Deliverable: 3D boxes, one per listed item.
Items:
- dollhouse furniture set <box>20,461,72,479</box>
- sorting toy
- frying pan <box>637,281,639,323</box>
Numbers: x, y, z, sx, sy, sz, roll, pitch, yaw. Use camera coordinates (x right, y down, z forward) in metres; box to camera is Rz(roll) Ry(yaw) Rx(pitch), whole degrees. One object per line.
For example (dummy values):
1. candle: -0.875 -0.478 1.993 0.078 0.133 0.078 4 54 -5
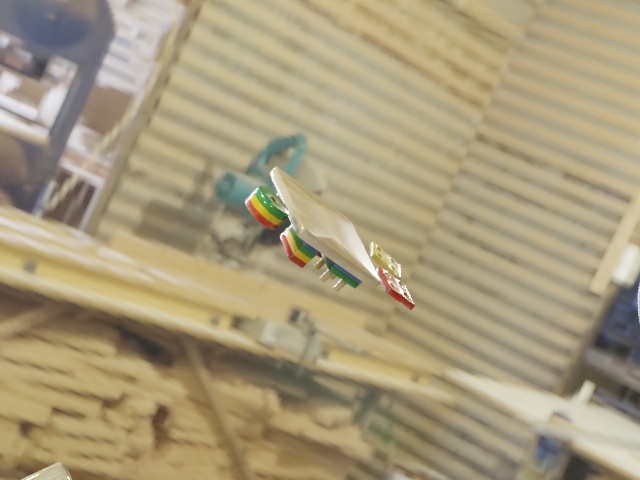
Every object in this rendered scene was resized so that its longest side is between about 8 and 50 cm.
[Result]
1. dollhouse furniture set: -0.083 0.175 0.469 0.161 0.101 0.182 63 -6 13
2. sorting toy: 0.000 0.000 1.648 0.274 0.046 0.132 35 19 -35
3. frying pan: 0.313 0.130 0.994 0.197 0.053 0.326 23 45 -21
